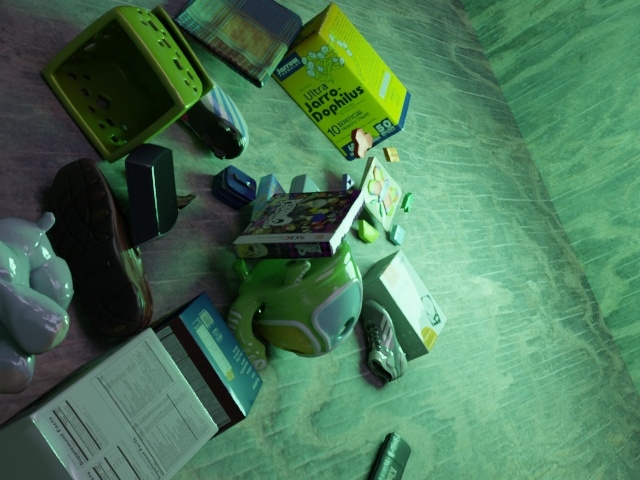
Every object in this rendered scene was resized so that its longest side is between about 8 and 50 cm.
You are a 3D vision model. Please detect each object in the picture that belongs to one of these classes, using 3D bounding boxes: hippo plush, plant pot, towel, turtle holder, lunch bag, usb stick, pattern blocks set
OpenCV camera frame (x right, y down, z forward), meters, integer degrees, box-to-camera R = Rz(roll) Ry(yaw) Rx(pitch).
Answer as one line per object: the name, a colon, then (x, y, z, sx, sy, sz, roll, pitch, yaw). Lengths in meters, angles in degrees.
hippo plush: (-0.495, 0.067, 1.251, 0.294, 0.234, 0.236, 58, 7, -14)
plant pot: (-0.358, -0.319, 1.668, 0.228, 0.227, 0.207, 56, 28, -8)
towel: (-0.200, -0.554, 2.161, 0.271, 0.040, 0.370, 34, 39, -10)
turtle holder: (-0.042, 0.130, 1.740, 0.227, 0.243, 0.320, 69, 25, -20)
lunch bag: (-0.190, -0.121, 1.883, 0.098, 0.065, 0.067, 32, 43, -38)
usb stick: (0.138, 0.531, 1.854, 0.077, 0.045, 0.278, 53, 34, -13)
pattern blocks set: (0.160, -0.130, 2.297, 0.325, 0.026, 0.285, 28, 70, -50)

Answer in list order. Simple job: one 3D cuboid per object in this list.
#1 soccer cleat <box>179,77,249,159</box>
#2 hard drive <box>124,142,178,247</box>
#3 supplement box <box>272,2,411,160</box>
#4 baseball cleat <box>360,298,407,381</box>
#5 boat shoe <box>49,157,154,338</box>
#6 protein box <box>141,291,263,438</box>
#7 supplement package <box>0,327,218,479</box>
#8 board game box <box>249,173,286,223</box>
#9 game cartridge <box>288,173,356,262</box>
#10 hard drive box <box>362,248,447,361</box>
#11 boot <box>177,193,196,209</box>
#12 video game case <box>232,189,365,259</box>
soccer cleat: (-0.280, -0.322, 1.890, 0.331, 0.116, 0.143, 52, 22, -22)
hard drive: (-0.306, -0.089, 1.561, 0.254, 0.054, 0.172, -96, -177, -77)
supplement box: (0.059, -0.432, 2.341, 0.356, 0.194, 0.195, 45, 35, -22)
baseball cleat: (0.141, 0.242, 2.056, 0.109, 0.072, 0.206, -22, 80, -51)
boat shoe: (-0.379, 0.019, 1.491, 0.120, 0.122, 0.324, 25, 46, -76)
protein box: (-0.218, 0.223, 1.456, 0.201, 0.136, 0.200, 58, 8, -5)
supplement package: (-0.333, 0.297, 1.247, 0.198, 0.199, 0.263, 57, 33, -5)
board game box: (-0.083, -0.023, 1.932, 0.211, 0.039, 0.160, 57, 29, -38)
game cartridge: (0.000, 0.000, 1.994, 0.198, 0.062, 0.297, -85, 152, -49)
hard drive box: (0.208, 0.168, 2.186, 0.232, 0.089, 0.181, 55, 33, -8)
boot: (-0.316, -0.112, 1.738, 0.114, 0.037, 0.106, 53, 31, -3)
video game case: (-0.039, -0.035, 1.733, 0.232, 0.210, 0.042, -56, 139, -55)
